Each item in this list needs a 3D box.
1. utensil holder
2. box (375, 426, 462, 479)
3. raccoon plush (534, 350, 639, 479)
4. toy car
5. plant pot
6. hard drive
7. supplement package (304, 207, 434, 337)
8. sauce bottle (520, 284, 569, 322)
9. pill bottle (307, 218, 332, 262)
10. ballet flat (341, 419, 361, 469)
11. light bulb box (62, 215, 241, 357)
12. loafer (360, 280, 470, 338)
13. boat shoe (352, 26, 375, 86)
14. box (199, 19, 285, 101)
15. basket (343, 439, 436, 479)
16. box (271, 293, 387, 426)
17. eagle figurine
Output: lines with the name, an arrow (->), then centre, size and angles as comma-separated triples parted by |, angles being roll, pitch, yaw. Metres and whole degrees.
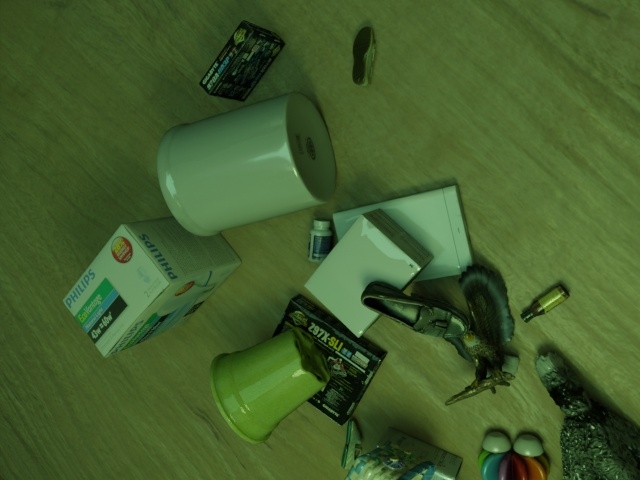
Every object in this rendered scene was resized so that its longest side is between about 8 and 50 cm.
utensil holder -> -0.190, -0.206, 1.576 | 0.386, 0.327, 0.327 | -12, 93, 22
box -> 0.251, 0.708, 1.625 | 0.231, 0.127, 0.261 | 17, 105, 20
raccoon plush -> 0.628, 0.535, 1.441 | 0.299, 0.216, 0.446 | -53, 48, 35
toy car -> 0.497, 0.596, 1.490 | 0.182, 0.136, 0.159 | -2, 98, 25
plant pot -> -0.123, 0.380, 1.605 | 0.254, 0.276, 0.276 | -33, 84, 13
hard drive -> 0.223, 0.000, 1.568 | 0.353, 0.047, 0.233 | -12, 94, 26
supplement package -> 0.127, 0.082, 1.519 | 0.204, 0.145, 0.262 | 43, 112, 11
sauce bottle -> 0.562, 0.161, 1.445 | 0.128, 0.042, 0.042 | -42, 80, 26
pill bottle -> 0.000, 0.000, 1.657 | 0.067, 0.067, 0.120 | 10, 103, 23
ballet flat -> 0.099, 0.613, 1.728 | 0.052, 0.057, 0.168 | 7, 106, -5
light bulb box -> -0.499, 0.120, 1.739 | 0.358, 0.361, 0.225 | -45, 79, 24
loafer -> 0.221, 0.179, 1.373 | 0.268, 0.084, 0.096 | 19, 108, 16
boat shoe -> 0.121, -0.492, 1.542 | 0.056, 0.048, 0.153 | 6, 94, 36
box -> -0.218, -0.497, 1.615 | 0.051, 0.175, 0.220 | 48, 114, 13
basket -> 0.209, 0.652, 1.429 | 0.289, 0.255, 0.201 | 37, 107, 28
box -> 0.000, 0.353, 1.710 | 0.322, 0.079, 0.257 | 31, 108, 17
eagle figurine -> 0.389, 0.238, 1.477 | 0.226, 0.225, 0.298 | -10, 60, -12
